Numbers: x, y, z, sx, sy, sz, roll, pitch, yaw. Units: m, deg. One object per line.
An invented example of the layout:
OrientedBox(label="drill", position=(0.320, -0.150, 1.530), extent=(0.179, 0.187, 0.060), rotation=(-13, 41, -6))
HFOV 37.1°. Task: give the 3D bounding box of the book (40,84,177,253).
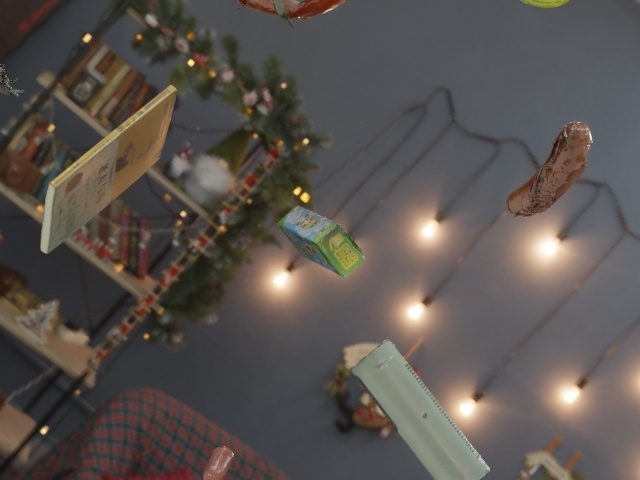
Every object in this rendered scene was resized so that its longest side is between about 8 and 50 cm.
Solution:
OrientedBox(label="book", position=(-0.462, -0.156, 2.085), extent=(0.032, 0.389, 0.269), rotation=(37, -35, 6))

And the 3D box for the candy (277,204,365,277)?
OrientedBox(label="candy", position=(0.000, 0.000, 1.835), extent=(0.097, 0.062, 0.194), rotation=(51, -12, -26))

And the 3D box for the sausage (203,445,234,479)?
OrientedBox(label="sausage", position=(-0.239, 0.524, 2.232), extent=(0.054, 0.094, 0.059), rotation=(23, -37, 2))

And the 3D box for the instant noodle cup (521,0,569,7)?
OrientedBox(label="instant noodle cup", position=(0.411, -0.648, 2.009), extent=(0.311, 0.311, 0.221), rotation=(41, -9, -33))

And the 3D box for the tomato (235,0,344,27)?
OrientedBox(label="tomato", position=(-0.037, -0.553, 1.617), extent=(0.341, 0.273, 0.341), rotation=(13, -35, 9))

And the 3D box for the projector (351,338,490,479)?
OrientedBox(label="projector", position=(0.203, 0.365, 1.951), extent=(0.337, 0.108, 0.108), rotation=(52, 3, 12))

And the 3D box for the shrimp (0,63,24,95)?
OrientedBox(label="shrimp", position=(-0.534, -0.265, 1.527), extent=(0.082, 0.076, 0.174), rotation=(18, 17, -43))

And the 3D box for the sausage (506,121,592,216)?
OrientedBox(label="sausage", position=(0.468, -0.131, 1.931), extent=(0.087, 0.079, 0.326), rotation=(40, -28, 7))
